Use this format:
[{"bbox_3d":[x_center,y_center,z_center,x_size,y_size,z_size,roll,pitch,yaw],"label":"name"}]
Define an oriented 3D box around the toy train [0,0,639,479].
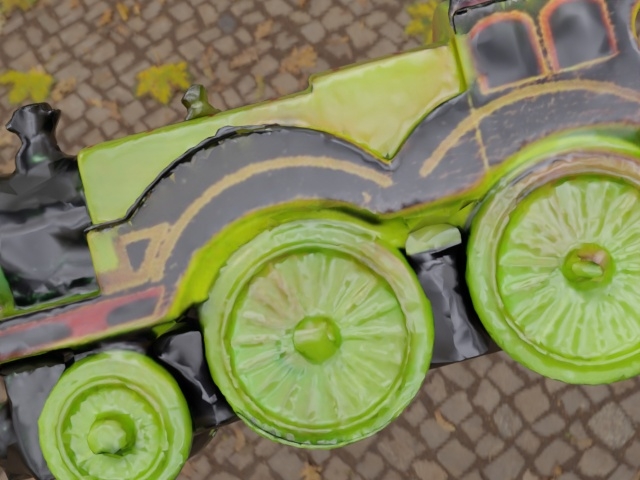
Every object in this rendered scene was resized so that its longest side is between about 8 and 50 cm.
[{"bbox_3d":[0.000,0.000,0.373,0.296,0.100,0.161,-16,92,3],"label":"toy train"}]
